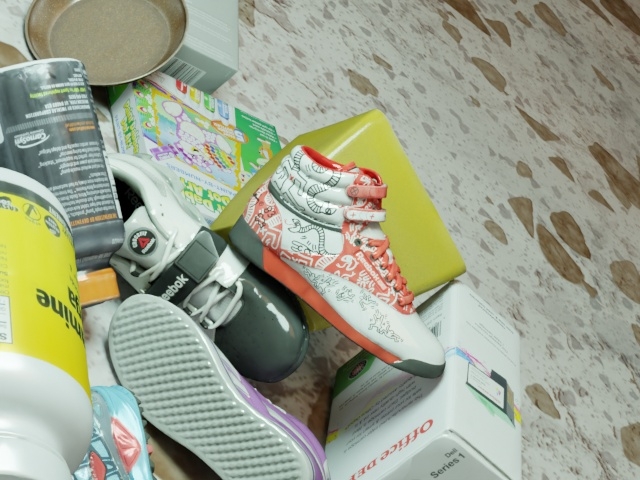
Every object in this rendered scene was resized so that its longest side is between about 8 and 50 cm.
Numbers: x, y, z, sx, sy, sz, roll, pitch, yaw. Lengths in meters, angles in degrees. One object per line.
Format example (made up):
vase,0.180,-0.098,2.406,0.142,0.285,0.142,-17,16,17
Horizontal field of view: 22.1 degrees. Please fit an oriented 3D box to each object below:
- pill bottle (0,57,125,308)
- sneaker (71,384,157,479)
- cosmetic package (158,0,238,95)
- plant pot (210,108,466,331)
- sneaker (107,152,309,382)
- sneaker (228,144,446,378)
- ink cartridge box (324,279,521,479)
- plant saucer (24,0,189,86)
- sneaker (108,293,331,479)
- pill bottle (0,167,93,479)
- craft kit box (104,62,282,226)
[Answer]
pill bottle,-0.271,-0.049,1.637,0.130,0.130,0.245,-11,86,-58
sneaker,-0.207,0.244,1.452,0.125,0.104,0.262,3,42,-29
cosmetic package,-0.181,-0.311,2.142,0.127,0.107,0.238,25,46,-31
plant pot,0.000,0.000,1.866,0.187,0.212,0.212,-34,100,-27
sneaker,-0.155,0.029,1.732,0.330,0.122,0.146,43,13,21
sneaker,0.047,0.016,1.694,0.270,0.145,0.090,36,13,8
ink cartridge box,0.111,0.204,1.795,0.117,0.201,0.278,41,28,-18
plant saucer,-0.258,-0.256,1.994,0.199,0.036,0.198,0,56,0
sneaker,-0.100,0.175,1.692,0.282,0.102,0.161,48,8,17
pill bottle,-0.292,0.108,1.391,0.188,0.188,0.334,25,34,-34
craft kit box,-0.138,-0.087,2.009,0.250,0.061,0.246,22,38,-37
